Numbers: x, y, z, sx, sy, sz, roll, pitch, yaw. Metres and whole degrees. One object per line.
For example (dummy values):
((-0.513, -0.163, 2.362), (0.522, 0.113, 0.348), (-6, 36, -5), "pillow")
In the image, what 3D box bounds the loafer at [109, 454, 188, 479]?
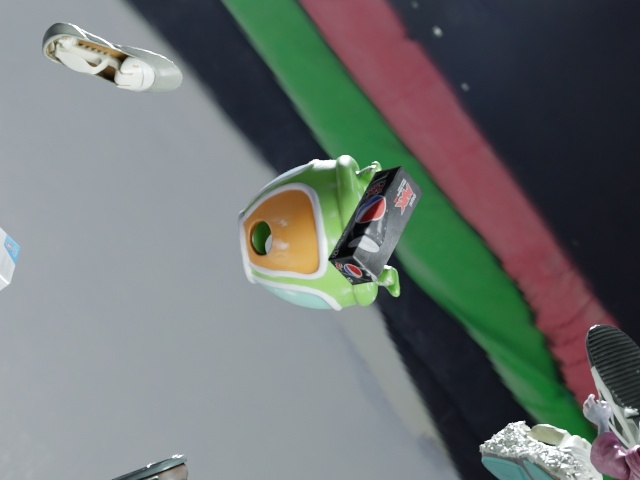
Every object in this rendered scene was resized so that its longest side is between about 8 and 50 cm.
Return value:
((-0.235, 0.334, 1.605), (0.267, 0.096, 0.084), (-31, -103, 47), "loafer")

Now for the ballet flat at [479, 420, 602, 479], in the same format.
((0.421, 0.401, 2.343), (0.147, 0.147, 0.409), (53, -13, -15), "ballet flat")

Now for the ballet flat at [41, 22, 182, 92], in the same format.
((-0.312, -0.258, 1.912), (0.213, 0.068, 0.072), (20, -55, -9), "ballet flat")

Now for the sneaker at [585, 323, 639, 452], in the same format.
((0.566, 0.321, 2.416), (0.330, 0.122, 0.146), (68, -29, 23), "sneaker")

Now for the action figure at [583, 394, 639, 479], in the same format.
((0.468, 0.391, 1.869), (0.248, 0.276, 0.370), (10, -52, 26), "action figure")

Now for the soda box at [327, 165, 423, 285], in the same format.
((0.078, -0.022, 1.782), (0.053, 0.169, 0.060), (-10, -47, 47), "soda box")

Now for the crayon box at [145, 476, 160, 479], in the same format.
((-0.212, 0.505, 1.472), (0.313, 0.106, 0.363), (-43, -109, 38), "crayon box")

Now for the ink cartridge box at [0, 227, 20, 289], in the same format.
((-0.445, 0.003, 1.627), (0.122, 0.052, 0.088), (50, 18, -27), "ink cartridge box")

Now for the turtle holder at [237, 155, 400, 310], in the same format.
((-0.004, -0.016, 2.041), (0.320, 0.227, 0.243), (-84, 164, -70), "turtle holder")
